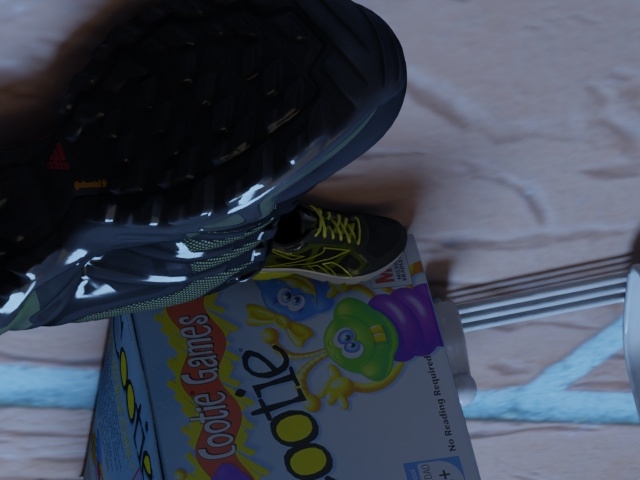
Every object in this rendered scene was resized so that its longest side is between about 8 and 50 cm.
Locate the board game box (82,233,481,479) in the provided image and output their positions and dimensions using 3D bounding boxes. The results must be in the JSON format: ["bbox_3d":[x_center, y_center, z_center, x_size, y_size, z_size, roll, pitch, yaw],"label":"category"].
[{"bbox_3d":[-0.033,0.128,0.902,0.142,0.144,0.275,-6,154,-15],"label":"board game box"}]

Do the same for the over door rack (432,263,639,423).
[{"bbox_3d":[0.175,0.112,1.011,0.239,0.108,0.324,-10,154,-4],"label":"over door rack"}]

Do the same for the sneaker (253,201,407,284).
[{"bbox_3d":[0.000,0.000,0.792,0.083,0.031,0.035,-6,152,-15],"label":"sneaker"}]

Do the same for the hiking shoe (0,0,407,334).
[{"bbox_3d":[-0.047,-0.029,0.681,0.227,0.086,0.114,-25,165,34],"label":"hiking shoe"}]
